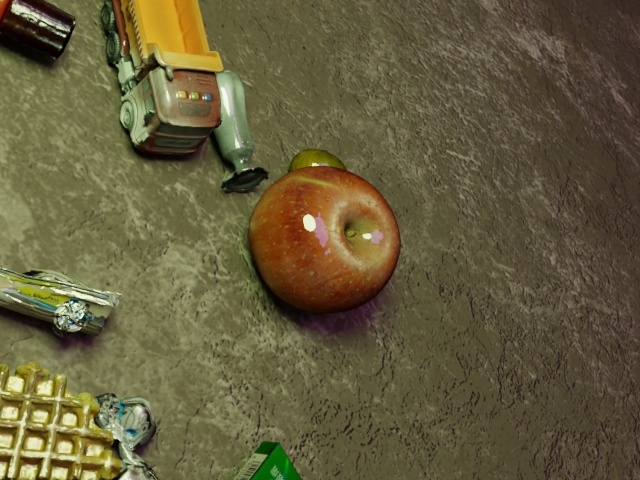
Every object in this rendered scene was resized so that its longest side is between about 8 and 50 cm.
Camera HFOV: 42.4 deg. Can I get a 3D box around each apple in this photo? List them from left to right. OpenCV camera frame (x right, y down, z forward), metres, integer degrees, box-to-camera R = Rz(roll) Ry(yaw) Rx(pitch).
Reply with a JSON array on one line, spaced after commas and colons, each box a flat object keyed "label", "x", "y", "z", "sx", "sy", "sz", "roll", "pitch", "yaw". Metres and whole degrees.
[{"label": "apple", "x": 0.000, "y": 0.000, "z": 1.098, "sx": 0.201, "sy": 0.162, "sz": 0.201, "roll": 10, "pitch": 74, "yaw": -36}]

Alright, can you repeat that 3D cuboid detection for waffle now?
[{"label": "waffle", "x": -0.310, "y": 0.206, "z": 0.826, "sx": 0.192, "sy": 0.046, "sz": 0.160, "roll": -27, "pitch": 80, "yaw": -31}]

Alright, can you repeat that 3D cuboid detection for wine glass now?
[{"label": "wine glass", "x": -0.124, "y": -0.149, "z": 1.136, "sx": 0.072, "sy": 0.072, "sz": 0.155, "roll": -5, "pitch": 71, "yaw": -37}]

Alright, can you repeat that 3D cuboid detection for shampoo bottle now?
[{"label": "shampoo bottle", "x": -0.427, "y": -0.300, "z": 0.967, "sx": 0.278, "sy": 0.104, "sz": 0.104, "roll": 25, "pitch": 56, "yaw": -25}]

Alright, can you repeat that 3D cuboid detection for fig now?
[{"label": "fig", "x": -0.010, "y": -0.084, "z": 1.188, "sx": 0.098, "sy": 0.082, "sz": 0.084, "roll": -65, "pitch": 145, "yaw": -20}]

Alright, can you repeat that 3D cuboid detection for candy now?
[{"label": "candy", "x": -0.206, "y": 0.273, "z": 0.886, "sx": 0.094, "sy": 0.051, "sz": 0.226, "roll": -9, "pitch": 71, "yaw": -27}]

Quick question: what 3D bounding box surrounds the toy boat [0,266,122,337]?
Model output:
[{"label": "toy boat", "x": -0.323, "y": 0.054, "z": 0.894, "sx": 0.210, "sy": 0.084, "sz": 0.066, "roll": 22, "pitch": 69, "yaw": -19}]

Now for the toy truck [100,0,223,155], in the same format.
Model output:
[{"label": "toy truck", "x": -0.206, "y": -0.253, "z": 1.082, "sx": 0.114, "sy": 0.135, "sz": 0.270, "roll": -2, "pitch": 69, "yaw": -37}]

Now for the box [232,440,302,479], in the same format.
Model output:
[{"label": "box", "x": -0.090, "y": 0.352, "z": 0.912, "sx": 0.235, "sy": 0.034, "sz": 0.132, "roll": -47, "pitch": 119, "yaw": -41}]
